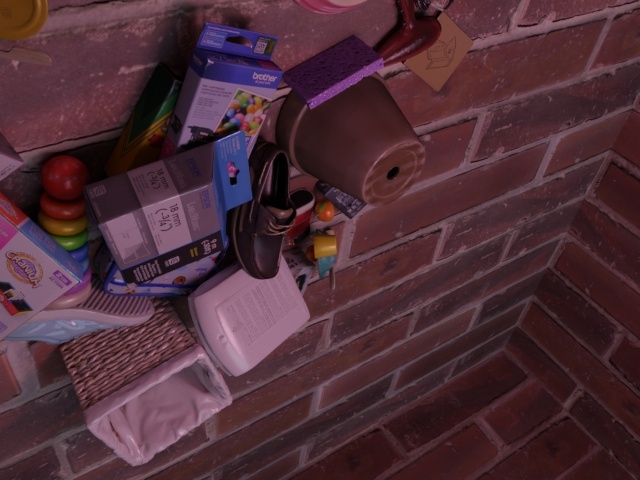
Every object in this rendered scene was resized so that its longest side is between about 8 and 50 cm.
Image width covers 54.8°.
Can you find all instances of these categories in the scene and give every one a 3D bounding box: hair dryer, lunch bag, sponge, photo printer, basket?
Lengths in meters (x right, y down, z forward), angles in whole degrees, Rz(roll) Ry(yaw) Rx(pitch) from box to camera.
[{"bbox_3d":[0.209,-0.548,1.492,0.223,0.080,0.294,12,115,-33],"label":"hair dryer"},{"bbox_3d":[-0.379,0.040,1.509,0.303,0.115,0.243,9,124,-48],"label":"lunch bag"},{"bbox_3d":[0.029,-0.391,1.423,0.210,0.117,0.031,-33,147,-13],"label":"sponge"},{"bbox_3d":[-0.189,0.183,1.611,0.307,0.107,0.256,-38,108,-41],"label":"photo printer"},{"bbox_3d":[-0.462,0.368,1.654,0.331,0.266,0.328,-32,145,-15],"label":"basket"}]

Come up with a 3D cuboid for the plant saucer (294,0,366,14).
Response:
[{"bbox_3d":[0.062,-0.609,1.242,0.332,0.084,0.332,-26,143,-21],"label":"plant saucer"}]

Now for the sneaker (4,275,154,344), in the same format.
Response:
[{"bbox_3d":[-0.583,0.174,1.456,0.365,0.135,0.150,10,129,-40],"label":"sneaker"}]

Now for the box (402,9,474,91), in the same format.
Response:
[{"bbox_3d":[0.318,-0.509,1.667,0.201,0.021,0.164,16,116,-51],"label":"box"}]

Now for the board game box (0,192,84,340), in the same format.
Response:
[{"bbox_3d":[-0.665,0.080,1.190,0.316,0.064,0.242,-35,122,4],"label":"board game box"}]

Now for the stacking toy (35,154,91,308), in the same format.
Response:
[{"bbox_3d":[-0.536,-0.025,1.281,0.141,0.141,0.330,-8,127,-40],"label":"stacking toy"}]

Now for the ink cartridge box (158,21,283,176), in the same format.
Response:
[{"bbox_3d":[-0.194,-0.270,1.246,0.185,0.065,0.311,-4,129,-43],"label":"ink cartridge box"}]

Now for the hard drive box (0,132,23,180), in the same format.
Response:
[{"bbox_3d":[-0.620,-0.123,0.997,0.181,0.089,0.232,-38,-177,-6],"label":"hard drive box"}]

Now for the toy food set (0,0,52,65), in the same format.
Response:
[{"bbox_3d":[-0.489,-0.392,0.961,0.128,0.071,0.218,0,131,-14],"label":"toy food set"}]

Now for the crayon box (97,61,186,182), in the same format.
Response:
[{"bbox_3d":[-0.320,-0.196,1.327,0.202,0.081,0.318,9,122,-50],"label":"crayon box"}]

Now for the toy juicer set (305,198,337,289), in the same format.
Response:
[{"bbox_3d":[0.000,0.000,1.807,0.089,0.209,0.329,-4,157,1],"label":"toy juicer set"}]

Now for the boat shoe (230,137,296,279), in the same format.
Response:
[{"bbox_3d":[-0.135,-0.065,1.504,0.132,0.130,0.356,-16,112,-39],"label":"boat shoe"}]

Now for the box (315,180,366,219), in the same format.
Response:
[{"bbox_3d":[0.118,-0.188,1.794,0.232,0.059,0.183,-45,147,6],"label":"box"}]

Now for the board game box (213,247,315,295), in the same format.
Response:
[{"bbox_3d":[-0.188,0.151,1.839,0.303,0.097,0.224,-10,134,-38],"label":"board game box"}]

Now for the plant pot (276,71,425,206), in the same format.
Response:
[{"bbox_3d":[0.096,-0.240,1.518,0.323,0.280,0.323,-25,142,-22],"label":"plant pot"}]

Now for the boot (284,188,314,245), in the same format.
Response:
[{"bbox_3d":[-0.124,-0.025,1.716,0.244,0.088,0.176,-25,145,-29],"label":"boot"}]

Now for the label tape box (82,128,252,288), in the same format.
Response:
[{"bbox_3d":[-0.278,-0.061,1.268,0.333,0.106,0.241,-23,150,-16],"label":"label tape box"}]
